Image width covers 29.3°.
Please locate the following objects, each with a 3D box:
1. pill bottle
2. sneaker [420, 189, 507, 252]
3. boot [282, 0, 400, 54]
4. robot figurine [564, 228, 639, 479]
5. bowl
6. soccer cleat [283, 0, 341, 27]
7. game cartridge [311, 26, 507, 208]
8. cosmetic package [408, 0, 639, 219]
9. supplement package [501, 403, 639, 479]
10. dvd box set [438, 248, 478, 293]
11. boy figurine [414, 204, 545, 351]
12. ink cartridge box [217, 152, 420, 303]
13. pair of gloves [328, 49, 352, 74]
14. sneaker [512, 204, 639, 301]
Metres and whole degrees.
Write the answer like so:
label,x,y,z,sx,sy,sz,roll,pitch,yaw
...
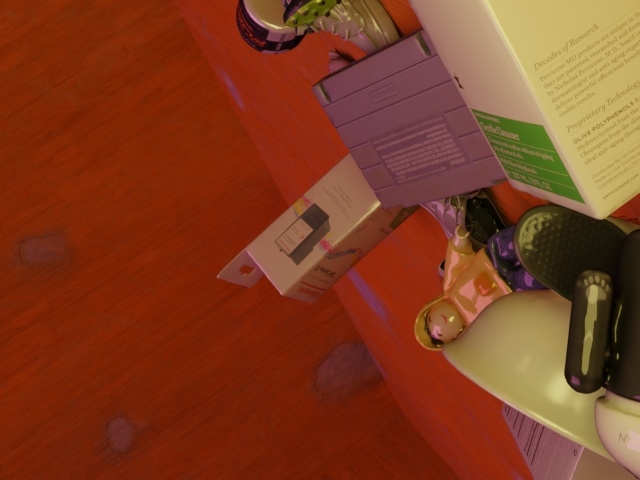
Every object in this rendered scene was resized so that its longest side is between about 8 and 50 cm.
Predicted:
label,x,y,z,sx,sy,sz,roll,pitch,yaw
pill bottle,-0.075,-0.388,2.068,0.130,0.130,0.245,56,173,-1
sneaker,0.204,-0.080,1.864,0.281,0.105,0.115,47,161,-7
boot,0.018,-0.325,1.782,0.258,0.123,0.095,57,172,-9
robot figurine,0.341,0.086,1.097,0.209,0.278,0.173,11,-177,25
bowl,0.288,0.129,1.303,0.297,0.134,0.298,26,-175,-3
soccer cleat,0.006,-0.362,1.681,0.060,0.179,0.072,-3,-119,-47
game cartridge,0.136,-0.164,1.690,0.230,0.068,0.355,54,156,-11
cosmetic package,0.186,-0.221,1.100,0.366,0.155,0.197,57,173,-17
supplement package,0.340,0.238,1.555,0.244,0.139,0.134,-107,29,-64
dvd box set,0.336,0.188,1.948,0.307,0.062,0.420,34,164,22
boy figurine,0.229,0.060,1.711,0.285,0.092,0.177,-41,80,42
ink cartridge box,0.000,0.000,2.236,0.119,0.353,0.207,50,-172,16
pair of gloves,0.085,-0.214,2.146,0.204,0.042,0.240,47,168,47
sneaker,0.293,0.015,1.242,0.270,0.090,0.145,14,-168,-17
